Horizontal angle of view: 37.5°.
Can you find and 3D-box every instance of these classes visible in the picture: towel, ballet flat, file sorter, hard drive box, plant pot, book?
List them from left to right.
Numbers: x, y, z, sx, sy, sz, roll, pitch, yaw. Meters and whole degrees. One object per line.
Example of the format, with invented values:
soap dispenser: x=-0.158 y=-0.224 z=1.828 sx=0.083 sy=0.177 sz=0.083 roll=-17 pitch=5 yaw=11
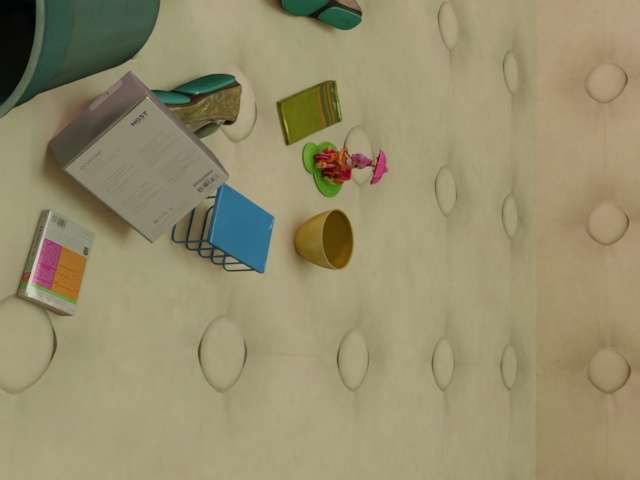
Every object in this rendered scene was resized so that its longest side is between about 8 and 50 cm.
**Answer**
plant pot: x=-0.410 y=-0.340 z=1.286 sx=0.334 sy=0.341 sz=0.341 roll=-33 pitch=115 yaw=-62
book: x=-0.415 y=0.036 z=1.489 sx=0.096 sy=0.035 sz=0.144 roll=36 pitch=58 yaw=-47
hard drive box: x=-0.293 y=-0.132 z=1.550 sx=0.181 sy=0.089 sz=0.232 roll=-40 pitch=136 yaw=3
ballet flat: x=-0.259 y=-0.223 z=1.689 sx=0.348 sy=0.123 sz=0.123 roll=-26 pitch=110 yaw=-55
file sorter: x=-0.184 y=-0.020 z=1.786 sx=0.170 sy=0.104 sz=0.118 roll=34 pitch=60 yaw=-51
towel: x=-0.020 y=-0.293 z=2.141 sx=0.237 sy=0.021 sz=0.102 roll=-34 pitch=115 yaw=-53
ballet flat: x=-0.014 y=-0.554 z=2.120 sx=0.316 sy=0.107 sz=0.106 roll=6 pitch=63 yaw=-62
plant pot: x=0.000 y=0.000 z=2.078 sx=0.134 sy=0.095 sz=0.134 roll=7 pitch=81 yaw=-56

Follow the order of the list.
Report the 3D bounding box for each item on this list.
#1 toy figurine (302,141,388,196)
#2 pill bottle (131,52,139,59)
toy figurine: x=0.071 y=-0.176 z=2.144 sx=0.173 sy=0.159 sz=0.130 roll=31 pitch=62 yaw=-52
pill bottle: x=-0.349 y=-0.336 z=1.610 sx=0.083 sy=0.043 sz=0.043 roll=0 pitch=87 yaw=-58
